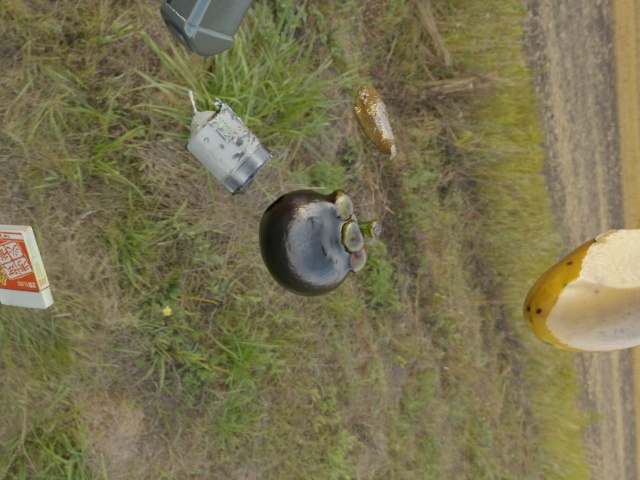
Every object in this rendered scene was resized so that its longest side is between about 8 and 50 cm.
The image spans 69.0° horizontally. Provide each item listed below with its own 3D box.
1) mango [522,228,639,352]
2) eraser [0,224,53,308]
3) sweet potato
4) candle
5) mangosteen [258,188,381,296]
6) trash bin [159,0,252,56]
[{"bbox_3d":[0.454,0.093,0.749,0.290,0.160,0.191,-15,135,-11],"label":"mango"},{"bbox_3d":[-0.817,0.071,1.248,0.038,0.157,0.231,-57,146,-63],"label":"eraser"},{"bbox_3d":[0.093,-0.208,0.814,0.068,0.060,0.206,5,47,-29],"label":"sweet potato"},{"bbox_3d":[-0.302,-0.303,1.398,0.330,0.187,0.187,46,58,-12],"label":"candle"},{"bbox_3d":[0.000,0.000,1.155,0.275,0.302,0.275,-13,90,-81],"label":"mangosteen"},{"bbox_3d":[-0.227,-0.515,0.988,0.236,0.101,0.176,-51,169,25],"label":"trash bin"}]
